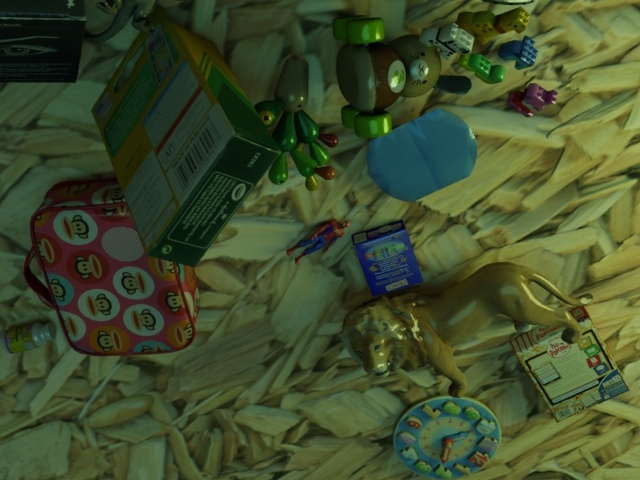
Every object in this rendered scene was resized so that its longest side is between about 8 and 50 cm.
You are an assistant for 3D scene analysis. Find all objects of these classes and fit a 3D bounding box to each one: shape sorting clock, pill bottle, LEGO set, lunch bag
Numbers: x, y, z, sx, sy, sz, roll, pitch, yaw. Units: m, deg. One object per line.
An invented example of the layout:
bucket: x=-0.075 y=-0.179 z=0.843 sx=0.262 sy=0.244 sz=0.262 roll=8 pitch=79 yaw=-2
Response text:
shape sorting clock: x=0.242 y=0.379 z=1.528 sx=0.206 sy=0.040 sz=0.206 roll=-1 pitch=119 yaw=-2
pill bottle: x=-0.497 y=0.165 z=1.369 sx=0.083 sy=0.043 sz=0.043 roll=-15 pitch=119 yaw=5
LEGO set: x=0.256 y=-0.265 z=1.101 sx=0.227 sy=0.093 sz=0.087 roll=25 pitch=74 yaw=-31
lunch bag: x=-0.334 y=0.048 z=1.267 sx=0.258 sy=0.120 sz=0.293 roll=-5 pitch=120 yaw=1

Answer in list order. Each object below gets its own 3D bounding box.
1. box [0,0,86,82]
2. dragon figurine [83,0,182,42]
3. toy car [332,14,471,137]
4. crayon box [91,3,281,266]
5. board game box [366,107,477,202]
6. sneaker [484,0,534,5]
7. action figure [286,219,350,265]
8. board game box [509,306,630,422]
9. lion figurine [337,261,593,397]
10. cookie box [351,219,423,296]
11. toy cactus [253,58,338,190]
box: x=-0.379 y=-0.283 z=1.000 sx=0.153 sy=0.207 sz=0.108 roll=-4 pitch=80 yaw=-22
dragon figurine: x=-0.229 y=-0.358 z=1.047 sx=0.085 sy=0.144 sz=0.289 roll=21 pitch=155 yaw=-27
toy car: x=0.124 y=-0.241 z=1.123 sx=0.188 sy=0.149 sz=0.155 roll=-10 pitch=110 yaw=-10
crayon box: x=-0.194 y=-0.149 z=1.084 sx=0.083 sy=0.323 sz=0.203 roll=17 pitch=121 yaw=-43
board game box: x=0.156 y=-0.136 z=1.238 sx=0.169 sy=0.033 sz=0.133 roll=-25 pitch=123 yaw=17
sneaker: x=0.171 y=-0.397 z=1.051 sx=0.283 sy=0.107 sz=0.124 roll=14 pitch=112 yaw=-10
action figure: x=0.000 y=0.000 z=1.309 sx=0.115 sy=0.030 sz=0.038 roll=-34 pitch=111 yaw=13
board game box: x=0.452 y=0.227 z=1.448 sx=0.147 sy=0.045 sz=0.193 roll=-28 pitch=117 yaw=13
lion figurine: x=0.240 y=0.124 z=1.336 sx=0.392 sy=0.142 sz=0.240 roll=-33 pitch=118 yaw=8
cookie box: x=0.110 y=0.030 z=1.323 sx=0.092 sy=0.040 sz=0.107 roll=-17 pitch=119 yaw=7
toy cactus: x=-0.045 y=-0.169 z=1.149 sx=0.219 sy=0.112 sz=0.180 roll=9 pitch=90 yaw=-44
